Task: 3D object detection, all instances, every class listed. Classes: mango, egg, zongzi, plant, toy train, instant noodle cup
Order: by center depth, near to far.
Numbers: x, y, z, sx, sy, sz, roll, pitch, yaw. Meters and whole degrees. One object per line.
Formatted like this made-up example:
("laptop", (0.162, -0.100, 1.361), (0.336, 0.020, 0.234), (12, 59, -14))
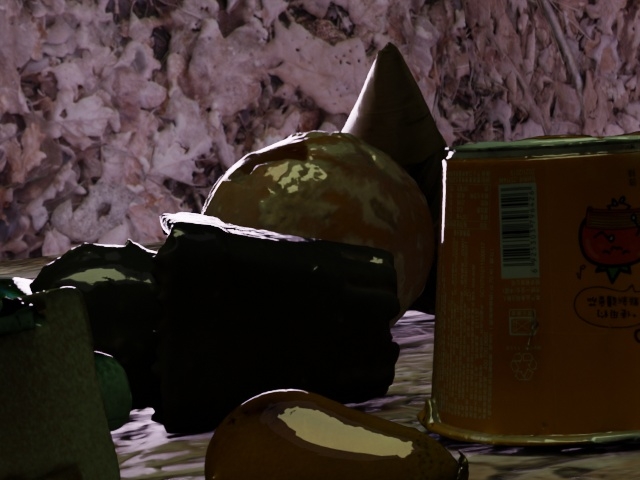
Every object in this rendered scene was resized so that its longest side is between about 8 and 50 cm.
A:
("mango", (0.004, 0.107, 0.845), (0.127, 0.077, 0.063), (4, 10, 28))
("toy train", (-0.233, 0.102, 0.917), (0.159, 0.129, 0.326), (-10, 1, 39))
("instant noodle cup", (0.160, 0.023, 1.165), (0.215, 0.172, 0.216), (-4, 4, 0))
("plant", (-0.074, 0.053, 1.321), (0.256, 0.142, 0.164), (-2, 4, -6))
("egg", (0.000, 0.000, 1.662), (0.195, 0.195, 0.233), (-2, 7, 44))
("zongzi", (0.005, -0.055, 1.845), (0.273, 0.300, 0.145), (-5, 39, 28))

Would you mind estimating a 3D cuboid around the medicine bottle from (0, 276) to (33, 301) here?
("medicine bottle", (-0.250, 0.075, 1.565), (0.121, 0.083, 0.229), (-2, 7, -21))
